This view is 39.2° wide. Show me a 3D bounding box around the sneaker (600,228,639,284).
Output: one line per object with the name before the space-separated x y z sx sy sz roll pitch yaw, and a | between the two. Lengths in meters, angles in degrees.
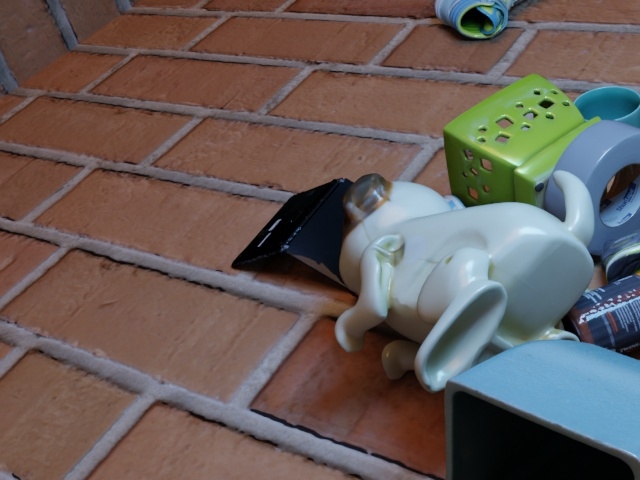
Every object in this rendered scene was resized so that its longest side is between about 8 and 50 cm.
sneaker | 0.587 0.003 1.432 0.300 0.111 0.121 -11 28 1

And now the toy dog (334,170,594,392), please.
toy dog | 0.175 0.035 1.350 0.408 0.284 0.395 30 98 54

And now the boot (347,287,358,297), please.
boot | 0.118 0.074 1.588 0.121 0.045 0.099 20 42 32

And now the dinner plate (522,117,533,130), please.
dinner plate | 0.478 -0.232 1.860 0.141 0.017 0.141 -10 37 8

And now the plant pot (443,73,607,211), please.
plant pot | 0.375 -0.125 1.594 0.228 0.227 0.207 -31 43 -16

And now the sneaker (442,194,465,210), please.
sneaker | 0.229 -0.004 1.607 0.092 0.087 0.228 -21 33 2

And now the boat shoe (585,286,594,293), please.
boat shoe | 0.368 0.075 1.465 0.190 0.068 0.072 13 34 35

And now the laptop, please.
laptop | 0.000 0.000 1.759 0.264 0.136 0.234 -17 26 48

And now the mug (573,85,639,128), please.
mug | 0.546 -0.219 1.744 0.158 0.097 0.129 -22 37 -5

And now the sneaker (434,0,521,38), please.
sneaker | 0.463 -0.605 2.269 0.319 0.127 0.208 -26 34 5

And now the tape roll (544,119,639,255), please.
tape roll | 0.478 -0.087 1.495 0.219 0.219 0.072 -32 39 -18

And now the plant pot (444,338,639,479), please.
plant pot | 0.326 0.257 1.102 0.247 0.248 0.252 19 34 40

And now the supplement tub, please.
supplement tub | 0.459 0.110 1.341 0.198 0.106 0.106 -20 36 -3
